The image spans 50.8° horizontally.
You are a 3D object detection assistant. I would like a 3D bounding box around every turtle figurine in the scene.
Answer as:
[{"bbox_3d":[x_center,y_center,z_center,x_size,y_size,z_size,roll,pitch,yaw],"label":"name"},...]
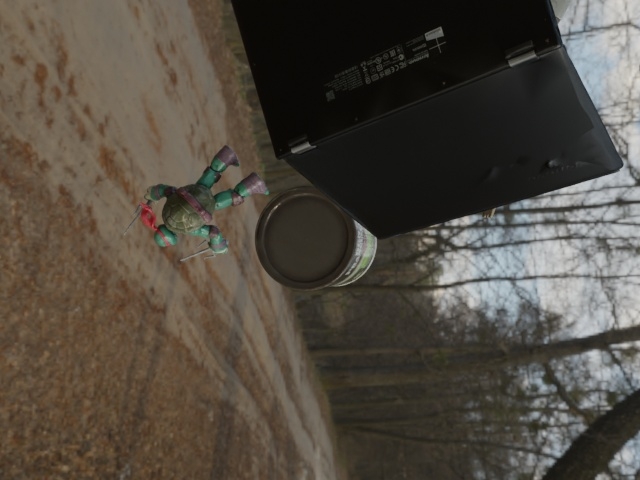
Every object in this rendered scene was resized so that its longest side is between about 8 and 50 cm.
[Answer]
[{"bbox_3d":[-0.213,-0.050,1.156,0.175,0.234,0.118,49,-11,-5],"label":"turtle figurine"}]

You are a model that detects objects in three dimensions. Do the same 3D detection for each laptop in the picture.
[{"bbox_3d":[0.135,-0.225,0.895,0.236,0.381,0.408,-16,89,-59],"label":"laptop"}]

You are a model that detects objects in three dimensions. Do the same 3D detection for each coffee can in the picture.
[{"bbox_3d":[0.000,0.000,1.415,0.275,0.201,0.202,8,78,-77],"label":"coffee can"}]

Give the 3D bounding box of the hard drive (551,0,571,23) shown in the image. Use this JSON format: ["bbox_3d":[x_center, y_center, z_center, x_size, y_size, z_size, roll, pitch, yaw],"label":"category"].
[{"bbox_3d":[0.530,-0.680,1.545,0.308,0.203,0.040,-61,175,0],"label":"hard drive"}]

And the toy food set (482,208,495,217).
[{"bbox_3d":[0.246,-0.099,1.155,0.192,0.038,0.133,-174,-77,-73],"label":"toy food set"}]
